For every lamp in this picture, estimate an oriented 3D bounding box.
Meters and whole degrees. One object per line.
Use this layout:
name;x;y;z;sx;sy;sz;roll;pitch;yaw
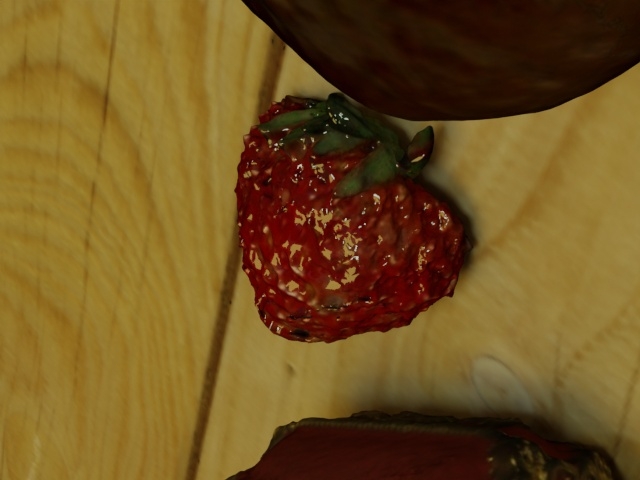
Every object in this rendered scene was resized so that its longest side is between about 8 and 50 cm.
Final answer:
lamp;0.054;0.180;0.949;0.274;0.177;0.177;-3;118;55

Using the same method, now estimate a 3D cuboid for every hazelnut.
hazelnut;0.039;-0.137;0.623;0.234;0.218;0.218;21;136;36

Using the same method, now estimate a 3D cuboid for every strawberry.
strawberry;0.000;-0.002;0.914;0.192;0.085;0.140;-10;115;56
